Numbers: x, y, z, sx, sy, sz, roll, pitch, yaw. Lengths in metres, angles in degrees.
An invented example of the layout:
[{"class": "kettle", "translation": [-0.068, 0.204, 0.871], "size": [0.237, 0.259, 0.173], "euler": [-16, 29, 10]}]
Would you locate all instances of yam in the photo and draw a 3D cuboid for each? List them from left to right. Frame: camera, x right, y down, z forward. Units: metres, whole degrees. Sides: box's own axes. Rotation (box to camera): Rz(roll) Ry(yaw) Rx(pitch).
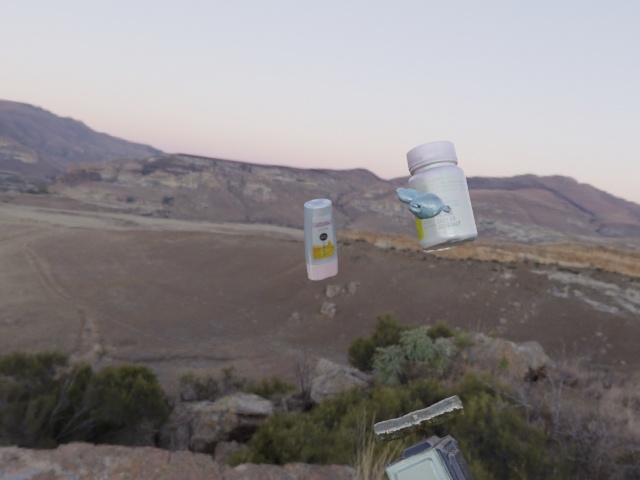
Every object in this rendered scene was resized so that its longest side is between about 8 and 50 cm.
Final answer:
[{"class": "yam", "translation": [0.269, 0.494, 1.426], "size": [0.252, 0.061, 0.061], "euler": [-22, 4, 4]}]

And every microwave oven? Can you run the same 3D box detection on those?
[{"class": "microwave oven", "translation": [0.409, 0.843, 1.804], "size": [0.218, 0.286, 0.355], "euler": [-29, -23, 14]}]

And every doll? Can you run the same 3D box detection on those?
[{"class": "doll", "translation": [0.260, -0.096, 1.394], "size": [0.120, 0.075, 0.180], "euler": [-3, 14, -20]}]

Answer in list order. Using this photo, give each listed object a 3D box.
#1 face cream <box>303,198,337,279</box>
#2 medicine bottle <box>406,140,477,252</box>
[{"class": "face cream", "translation": [0.000, 0.000, 1.273], "size": [0.084, 0.198, 0.057], "euler": [-15, 26, -19]}, {"class": "medicine bottle", "translation": [0.445, -0.160, 1.934], "size": [0.213, 0.379, 0.213], "euler": [-8, -10, -1]}]
